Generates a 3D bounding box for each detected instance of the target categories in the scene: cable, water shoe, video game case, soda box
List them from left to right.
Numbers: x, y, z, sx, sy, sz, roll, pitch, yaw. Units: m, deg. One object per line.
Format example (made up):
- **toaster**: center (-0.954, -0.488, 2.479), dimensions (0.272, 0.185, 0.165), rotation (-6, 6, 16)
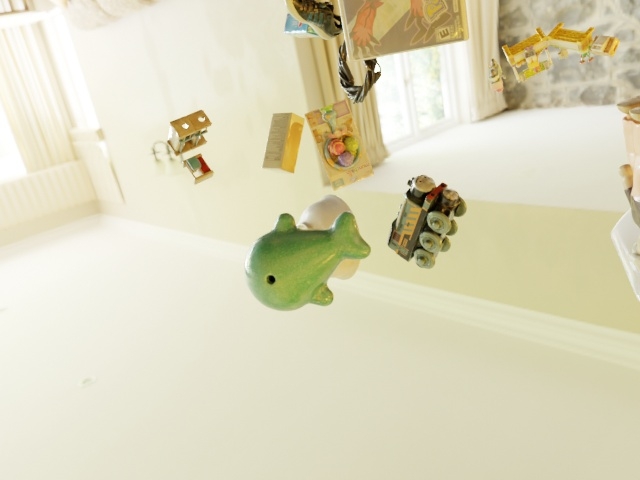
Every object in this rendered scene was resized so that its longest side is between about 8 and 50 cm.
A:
- **soda box**: center (-0.055, -0.743, 1.947), dimensions (0.067, 0.071, 0.210), rotation (6, -165, -27)
- **water shoe**: center (-0.008, -0.571, 1.392), dimensions (0.080, 0.073, 0.203), rotation (-15, 163, 34)
- **cable**: center (0.094, -0.435, 1.421), dimensions (0.047, 0.151, 0.185), rotation (-6, -128, -26)
- **video game case**: center (0.109, -0.373, 0.807), dimensions (0.183, 0.202, 0.023), rotation (-3, -158, 25)

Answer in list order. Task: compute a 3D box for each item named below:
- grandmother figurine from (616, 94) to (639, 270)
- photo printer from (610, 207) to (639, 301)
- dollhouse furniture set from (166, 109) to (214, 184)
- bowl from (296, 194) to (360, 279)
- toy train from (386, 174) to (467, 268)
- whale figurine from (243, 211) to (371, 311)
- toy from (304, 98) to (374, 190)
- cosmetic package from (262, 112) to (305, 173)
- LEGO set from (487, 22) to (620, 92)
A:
- **grandmother figurine**: center (0.616, -0.084, 1.041), dimensions (0.103, 0.343, 0.208), rotation (-9, -156, 19)
- **photo printer**: center (0.830, -0.007, 1.329), dimensions (0.107, 0.256, 0.308), rotation (27, -141, -13)
- **dollhouse furniture set**: center (-0.409, -0.314, 1.897), dimensions (0.128, 0.184, 0.129), rotation (-31, 172, -28)
- **bowl**: center (0.000, 0.000, 1.887), dimensions (0.134, 0.298, 0.297), rotation (-11, -164, -30)
- **toy train**: center (0.319, -0.053, 1.745), dimensions (0.190, 0.334, 0.142), rotation (35, -125, 20)
- **whale figurine**: center (-0.037, 0.044, 1.161), dimensions (0.271, 0.217, 0.141), rotation (-25, -178, 21)
- **toy**: center (0.061, -0.280, 1.634), dimensions (0.136, 0.238, 0.056), rotation (-23, -176, -11)
- **cosmetic package**: center (-0.074, -0.194, 1.128), dimensions (0.060, 0.115, 0.041), rotation (11, 178, 41)
- **LEGO set**: center (0.540, -0.417, 1.308), dimensions (0.286, 0.107, 0.132), rotation (-6, -127, 35)
